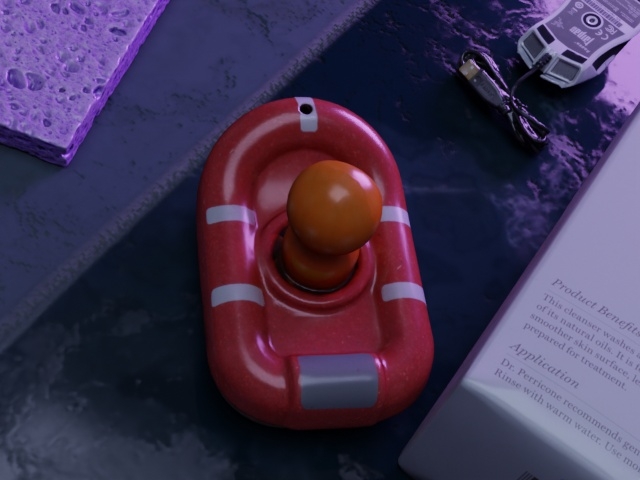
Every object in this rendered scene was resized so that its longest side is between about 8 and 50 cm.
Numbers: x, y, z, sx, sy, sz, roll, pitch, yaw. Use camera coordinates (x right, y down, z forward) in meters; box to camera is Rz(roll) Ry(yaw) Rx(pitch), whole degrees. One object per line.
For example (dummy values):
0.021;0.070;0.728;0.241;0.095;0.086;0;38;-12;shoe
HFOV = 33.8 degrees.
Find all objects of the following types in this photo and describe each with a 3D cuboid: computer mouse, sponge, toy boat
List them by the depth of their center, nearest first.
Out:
0.000;0.000;0.688;0.151;0.151;0.231;-1;60;-14;toy boat
-0.202;-0.160;0.809;0.117;0.031;0.210;22;58;1;sponge
0.207;-0.157;0.898;0.193;0.042;0.106;-36;68;-23;computer mouse

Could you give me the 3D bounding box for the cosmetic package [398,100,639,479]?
0.249;0.047;0.719;0.217;0.156;0.385;37;58;9;cosmetic package
